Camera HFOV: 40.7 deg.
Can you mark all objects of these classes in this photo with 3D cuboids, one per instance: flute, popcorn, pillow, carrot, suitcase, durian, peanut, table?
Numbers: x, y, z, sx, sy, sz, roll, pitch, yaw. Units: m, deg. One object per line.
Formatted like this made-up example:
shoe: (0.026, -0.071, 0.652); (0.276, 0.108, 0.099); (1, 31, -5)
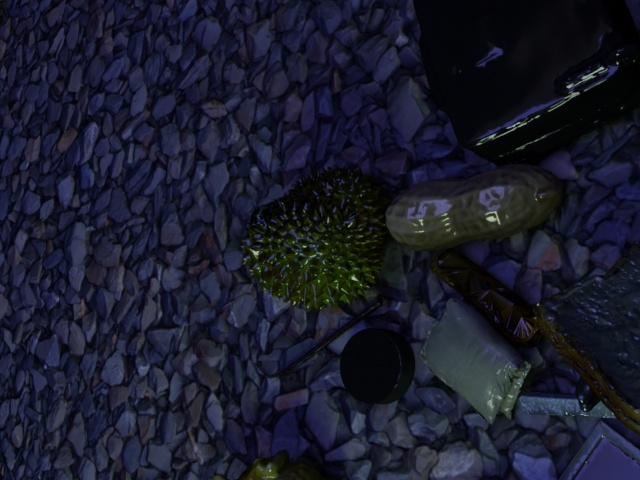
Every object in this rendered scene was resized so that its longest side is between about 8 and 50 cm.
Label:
flute: (0.015, 0.186, 1.613); (0.269, 0.014, 0.014); (-39, 59, 25)
popcorn: (-0.086, 0.476, 1.523); (0.235, 0.181, 0.217); (-51, 53, 10)
pillow: (0.247, 0.192, 1.372); (0.181, 0.078, 0.134); (44, 131, 34)
carrot: (0.269, 0.089, 1.403); (0.229, 0.069, 0.069); (43, 107, 37)
suitcase: (0.325, -0.318, 1.367); (0.339, 0.188, 0.345); (-26, 67, 30)
durian: (0.002, 0.003, 1.526); (0.291, 0.291, 0.224); (-18, 109, 34)
peanut: (0.251, -0.056, 1.410); (0.299, 0.136, 0.120); (-11, 114, 31)
table: (0.099, 0.222, 1.520); (0.134, 0.043, 0.133); (-9, 75, 37)

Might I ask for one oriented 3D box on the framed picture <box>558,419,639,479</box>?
framed picture: (0.417, 0.445, 1.240); (0.231, 0.018, 0.293); (39, 105, 36)

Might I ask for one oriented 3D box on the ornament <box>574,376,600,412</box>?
ornament: (0.497, 0.178, 1.184); (0.236, 0.080, 0.202); (14, 61, 34)

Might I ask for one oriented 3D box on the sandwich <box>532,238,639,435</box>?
sandwich: (0.473, 0.106, 1.130); (0.301, 0.099, 0.271); (-36, 44, -3)

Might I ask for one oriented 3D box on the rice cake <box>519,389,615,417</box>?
rice cake: (0.401, 0.243, 1.278); (0.211, 0.043, 0.034); (-5, 89, 36)
